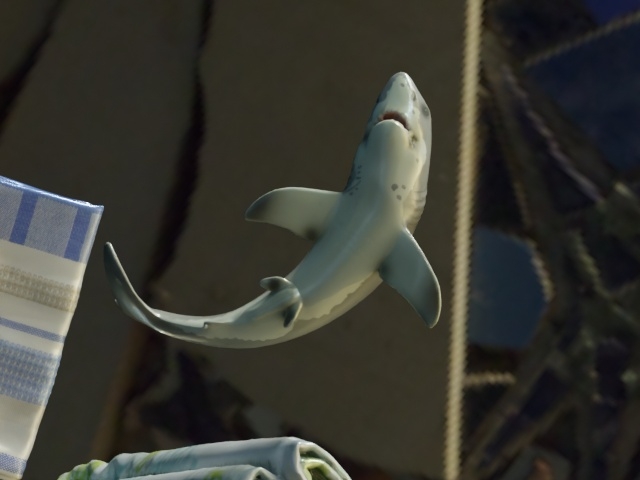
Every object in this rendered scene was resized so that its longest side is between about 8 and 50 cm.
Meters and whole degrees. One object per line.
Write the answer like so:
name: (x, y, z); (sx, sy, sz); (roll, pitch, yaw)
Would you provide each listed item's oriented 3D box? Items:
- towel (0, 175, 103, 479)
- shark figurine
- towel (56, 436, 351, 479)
towel: (-0.339, 0.075, 1.654); (0.034, 0.209, 0.285); (-163, 90, -71)
shark figurine: (-0.012, 0.027, 1.236); (0.278, 0.166, 0.116); (-32, -13, 12)
towel: (-0.037, 0.298, 1.348); (0.090, 0.320, 0.374); (-36, 10, -32)
